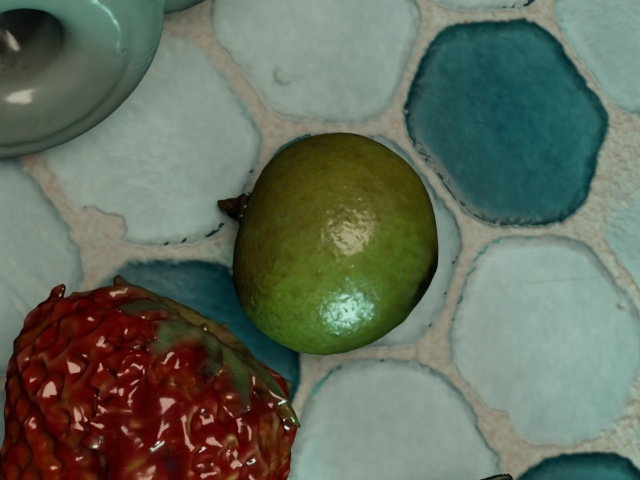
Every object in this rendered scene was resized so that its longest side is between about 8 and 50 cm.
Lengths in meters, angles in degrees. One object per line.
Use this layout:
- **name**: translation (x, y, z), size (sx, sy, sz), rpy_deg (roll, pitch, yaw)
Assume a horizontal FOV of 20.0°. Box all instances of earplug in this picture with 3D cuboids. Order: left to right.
- **earplug**: translation (-0.179, -0.192, 1.240), size (0.175, 0.214, 0.325), rpy_deg (31, 65, 29)

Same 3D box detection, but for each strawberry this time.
- **strawberry**: translation (-0.135, 0.159, 1.187), size (0.205, 0.205, 0.244), rpy_deg (32, 91, -12)

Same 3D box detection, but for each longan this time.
- **longan**: translation (0.000, 0.000, 1.292), size (0.154, 0.176, 0.145), rpy_deg (-51, 142, -39)

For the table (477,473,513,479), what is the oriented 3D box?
- **table**: translation (0.123, 0.289, 1.275), size (0.126, 0.126, 0.220), rpy_deg (-22, 88, -23)
